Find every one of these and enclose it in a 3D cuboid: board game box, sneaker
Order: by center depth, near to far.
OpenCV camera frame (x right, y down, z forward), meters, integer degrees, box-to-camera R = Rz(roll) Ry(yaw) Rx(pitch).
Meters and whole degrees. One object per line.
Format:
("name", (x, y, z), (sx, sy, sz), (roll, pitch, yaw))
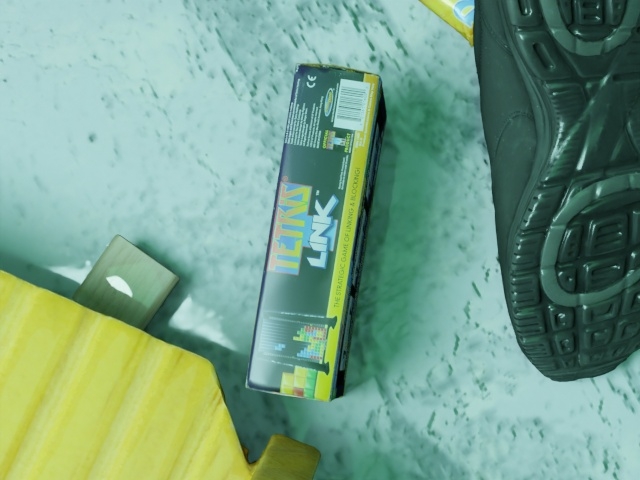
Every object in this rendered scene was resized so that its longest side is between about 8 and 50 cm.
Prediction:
("board game box", (0.000, 0.000, 0.879), (0.048, 0.141, 0.170), (9, 85, 3))
("sneaker", (0.137, -0.063, 0.896), (0.109, 0.130, 0.286), (-6, 106, -11))

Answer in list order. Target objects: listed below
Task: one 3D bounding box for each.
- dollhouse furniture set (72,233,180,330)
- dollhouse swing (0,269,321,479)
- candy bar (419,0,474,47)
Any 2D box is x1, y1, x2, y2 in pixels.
("dollhouse furniture set", (-0.097, 0.220, 0.852), (0.303, 0.174, 0.355), (33, 89, 6))
("dollhouse swing", (-0.205, 0.136, 0.662), (0.347, 0.305, 0.315), (23, 78, 3))
("candy bar", (0.045, -0.174, 0.953), (0.161, 0.018, 0.040), (40, 89, 7))
